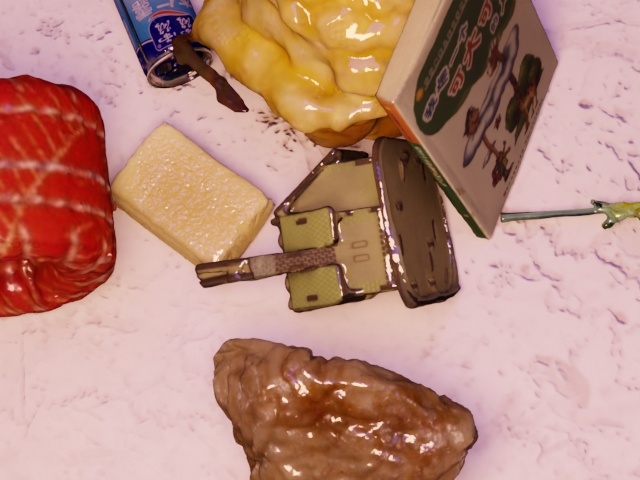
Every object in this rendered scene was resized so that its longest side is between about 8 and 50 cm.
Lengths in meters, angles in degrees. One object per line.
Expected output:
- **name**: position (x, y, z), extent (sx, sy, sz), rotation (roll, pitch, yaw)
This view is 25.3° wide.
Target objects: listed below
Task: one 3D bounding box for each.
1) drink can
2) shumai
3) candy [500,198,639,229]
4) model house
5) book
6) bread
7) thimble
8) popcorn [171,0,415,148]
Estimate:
- **drink can**: position (-0.225, -0.323, 1.877), extent (0.097, 0.097, 0.235), rotation (-23, 72, -3)
- **shumai**: position (0.004, 0.268, 1.579), extent (0.314, 0.267, 0.262), rotation (9, 71, 23)
- **candy**: position (0.353, -0.035, 1.759), extent (0.262, 0.073, 0.077), rotation (-4, 101, 6)
- **model house**: position (0.000, 0.000, 1.733), extent (0.278, 0.218, 0.205), rotation (-12, 86, 22)
- **book**: position (0.184, -0.186, 1.664), extent (0.043, 0.371, 0.260), rotation (14, 74, 29)
- **bread**: position (-0.163, -0.052, 1.803), extent (0.188, 0.068, 0.125), rotation (35, 79, 14)
- **thimble**: position (-0.405, -0.038, 1.685), extent (0.350, 0.350, 0.231), rotation (-10, 75, 1)
- **popcorn**: position (-0.001, -0.268, 1.728), extent (0.381, 0.349, 0.349), rotation (-13, 72, 11)
